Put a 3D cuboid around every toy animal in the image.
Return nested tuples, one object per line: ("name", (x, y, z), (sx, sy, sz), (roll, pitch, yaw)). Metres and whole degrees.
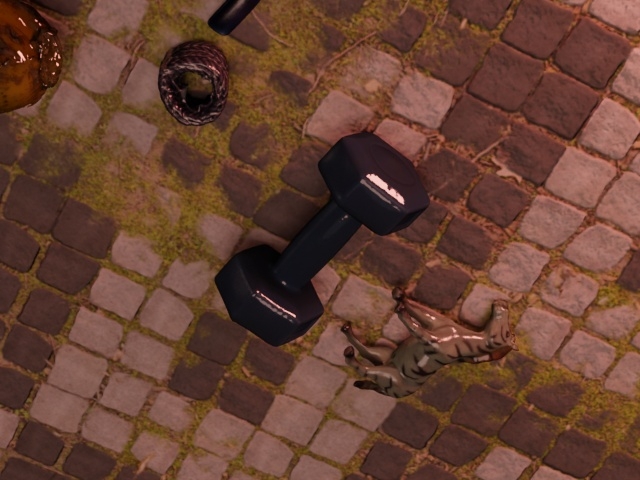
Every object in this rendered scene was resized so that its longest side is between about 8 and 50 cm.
("toy animal", (0.149, 0.143, 2.076), (0.255, 0.090, 0.170), (-21, 120, 20))

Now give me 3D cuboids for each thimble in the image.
("thimble", (-0.167, -0.212, 1.907), (0.095, 0.066, 0.104), (-17, 120, 16))

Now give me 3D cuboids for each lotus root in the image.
("lotus root", (-0.536, -0.261, 1.842), (0.397, 0.196, 0.179), (10, 116, 3))

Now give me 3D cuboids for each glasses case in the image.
("glasses case", (-0.114, -0.304, 1.870), (0.033, 0.023, 0.083), (40, 117, -15))

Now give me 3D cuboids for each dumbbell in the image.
("dumbbell", (0.000, 0.000, 1.971), (0.160, 0.144, 0.325), (34, 118, -16))
